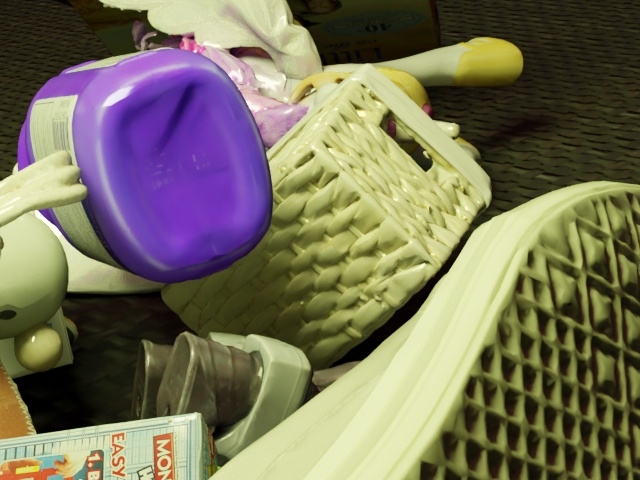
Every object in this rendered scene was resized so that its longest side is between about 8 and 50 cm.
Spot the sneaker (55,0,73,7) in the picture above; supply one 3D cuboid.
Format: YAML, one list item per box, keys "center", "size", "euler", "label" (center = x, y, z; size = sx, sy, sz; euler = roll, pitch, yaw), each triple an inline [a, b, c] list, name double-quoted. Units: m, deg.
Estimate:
- center: [-0.168, -0.264, 1.455]
  size: [0.222, 0.083, 0.118]
  euler: [-28, -20, 36]
  label: "sneaker"

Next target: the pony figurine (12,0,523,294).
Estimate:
- center: [-0.040, -0.108, 1.143]
  size: [0.351, 0.302, 0.363]
  euler: [9, 10, 16]
  label: "pony figurine"

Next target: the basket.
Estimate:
- center: [0.000, 0.000, 0.918]
  size: [0.167, 0.113, 0.103]
  euler: [-43, 6, 33]
  label: "basket"

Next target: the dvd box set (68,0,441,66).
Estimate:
- center: [-0.059, -0.228, 1.359]
  size: [0.308, 0.062, 0.420]
  euler: [-5, -13, 6]
  label: "dvd box set"

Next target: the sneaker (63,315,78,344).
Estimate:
- center: [-0.198, 0.069, 1.020]
  size: [0.083, 0.032, 0.037]
  euler: [-6, 36, 14]
  label: "sneaker"

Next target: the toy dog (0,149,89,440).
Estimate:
- center: [-0.229, 0.108, 0.758]
  size: [0.334, 0.161, 0.220]
  euler: [-31, 5, -26]
  label: "toy dog"

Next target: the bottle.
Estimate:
- center: [-0.113, -0.044, 0.892]
  size: [0.092, 0.118, 0.283]
  euler: [-22, 10, -18]
  label: "bottle"

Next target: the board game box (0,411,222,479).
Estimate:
- center: [-0.093, 0.124, 0.647]
  size: [0.194, 0.060, 0.194]
  euler: [-15, -24, 33]
  label: "board game box"

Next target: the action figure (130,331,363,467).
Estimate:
- center: [0.051, 0.086, 0.806]
  size: [0.285, 0.099, 0.185]
  euler: [2, 12, -17]
  label: "action figure"

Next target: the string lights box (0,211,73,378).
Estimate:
- center: [-0.291, 0.050, 0.958]
  size: [0.260, 0.076, 0.133]
  euler: [-15, 24, -11]
  label: "string lights box"

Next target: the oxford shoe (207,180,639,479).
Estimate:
- center: [0.046, 0.100, 0.570]
  size: [0.130, 0.169, 0.449]
  euler: [-23, 9, 38]
  label: "oxford shoe"
